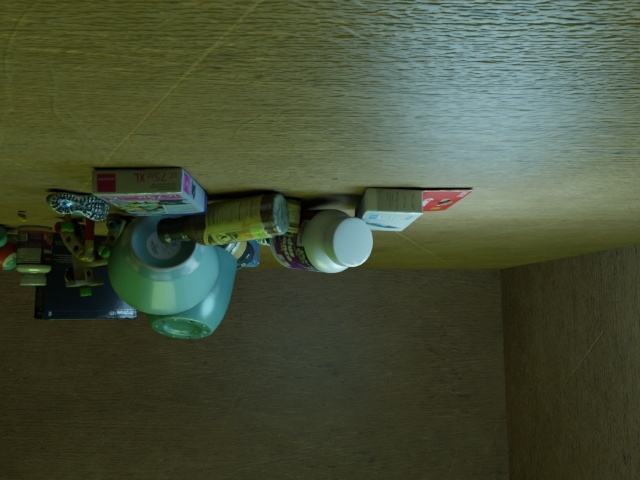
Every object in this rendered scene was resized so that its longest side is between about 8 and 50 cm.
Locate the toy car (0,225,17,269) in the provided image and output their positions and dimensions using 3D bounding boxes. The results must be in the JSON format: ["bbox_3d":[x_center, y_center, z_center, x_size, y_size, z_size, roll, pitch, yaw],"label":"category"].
[{"bbox_3d":[-1.124,0.099,1.982,0.210,0.237,0.219,2,154,-15],"label":"toy car"}]

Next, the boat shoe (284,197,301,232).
[{"bbox_3d":[-0.183,-0.056,1.597,0.285,0.089,0.105,-5,172,31],"label":"boat shoe"}]

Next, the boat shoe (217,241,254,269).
[{"bbox_3d":[-0.439,0.057,2.084,0.500,0.186,0.156,-11,149,33],"label":"boat shoe"}]

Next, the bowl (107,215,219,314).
[{"bbox_3d":[-0.433,0.033,1.668,0.312,0.311,0.163,1,152,-14],"label":"bowl"}]

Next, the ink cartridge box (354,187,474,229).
[{"bbox_3d":[0.230,-0.076,1.562,0.261,0.066,0.296,1,173,-2],"label":"ink cartridge box"}]

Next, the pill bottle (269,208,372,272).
[{"bbox_3d":[0.000,0.000,1.611,0.169,0.169,0.302,4,178,-33],"label":"pill bottle"}]

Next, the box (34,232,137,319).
[{"bbox_3d":[-0.882,0.144,2.276,0.343,0.312,0.179,5,171,-34],"label":"box"}]

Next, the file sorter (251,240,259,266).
[{"bbox_3d":[-0.302,0.044,2.346,0.118,0.104,0.170,-1,172,2],"label":"file sorter"}]

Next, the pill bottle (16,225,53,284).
[{"bbox_3d":[-0.961,0.053,2.018,0.108,0.193,0.108,0,173,0],"label":"pill bottle"}]

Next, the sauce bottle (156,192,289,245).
[{"bbox_3d":[-0.250,-0.044,1.519,0.345,0.111,0.111,-8,171,22],"label":"sauce bottle"}]

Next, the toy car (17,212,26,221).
[{"bbox_3d":[-0.905,-0.057,1.709,0.122,0.060,0.040,10,-159,-24],"label":"toy car"}]

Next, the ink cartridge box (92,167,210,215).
[{"bbox_3d":[-0.367,-0.100,1.361,0.186,0.065,0.311,-1,175,1],"label":"ink cartridge box"}]

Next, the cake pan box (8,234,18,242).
[{"bbox_3d":[-1.245,0.017,2.234,0.246,0.070,0.267,4,171,-44],"label":"cake pan box"}]

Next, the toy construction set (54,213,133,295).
[{"bbox_3d":[-0.673,0.045,1.790,0.258,0.237,0.309,1,172,-7],"label":"toy construction set"}]

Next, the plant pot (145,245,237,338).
[{"bbox_3d":[-0.413,0.166,1.860,0.293,0.235,0.293,1,150,0],"label":"plant pot"}]

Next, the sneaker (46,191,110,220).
[{"bbox_3d":[-0.597,-0.093,1.482,0.073,0.063,0.162,17,-179,39],"label":"sneaker"}]

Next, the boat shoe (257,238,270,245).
[{"bbox_3d":[-0.162,-0.027,1.837,0.268,0.088,0.096,-5,172,33],"label":"boat shoe"}]
